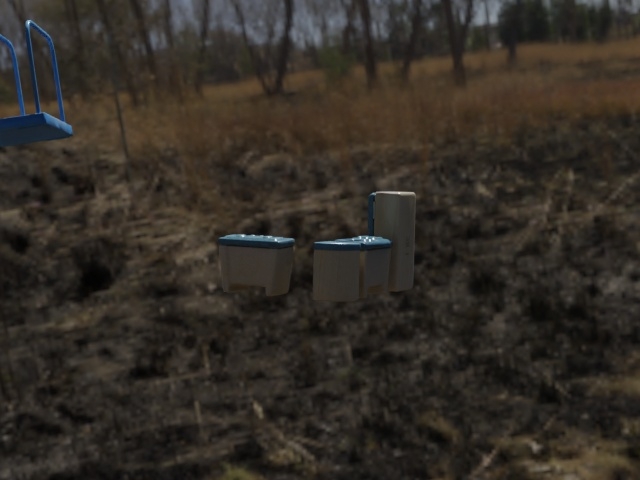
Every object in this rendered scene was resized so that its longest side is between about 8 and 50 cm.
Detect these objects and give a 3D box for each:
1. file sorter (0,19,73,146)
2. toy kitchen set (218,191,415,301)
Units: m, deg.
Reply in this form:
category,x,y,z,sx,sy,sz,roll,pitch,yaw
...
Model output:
category,x,y,z,sx,sy,sz,roll,pitch,yaw
file sorter,-0.344,-0.144,1.089,0.170,0.105,0.118,-9,-1,-1
toy kitchen set,0.000,0.000,1.348,0.166,0.122,0.207,3,3,26
